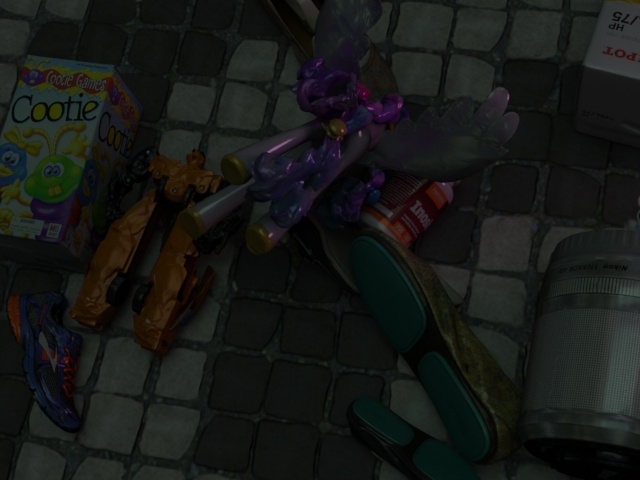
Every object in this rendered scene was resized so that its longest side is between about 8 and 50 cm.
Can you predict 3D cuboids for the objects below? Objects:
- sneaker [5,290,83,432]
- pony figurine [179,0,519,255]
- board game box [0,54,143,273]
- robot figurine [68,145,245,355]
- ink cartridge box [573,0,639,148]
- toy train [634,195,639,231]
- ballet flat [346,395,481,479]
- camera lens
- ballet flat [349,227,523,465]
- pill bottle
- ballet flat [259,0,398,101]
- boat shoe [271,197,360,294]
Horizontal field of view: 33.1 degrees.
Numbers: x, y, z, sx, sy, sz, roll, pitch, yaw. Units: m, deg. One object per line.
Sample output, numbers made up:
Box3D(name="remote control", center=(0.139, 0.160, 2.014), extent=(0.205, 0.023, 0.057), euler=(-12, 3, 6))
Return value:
Box3D(name="sneaker", center=(-0.369, 0.162, 1.498), extent=(0.087, 0.083, 0.221), euler=(-20, 71, -7))
Box3D(name="pony figurine", center=(0.024, -0.134, 1.365), extent=(0.363, 0.351, 0.303), euler=(-37, 88, -29))
Box3D(name="board game box", center=(-0.376, -0.109, 1.564), extent=(0.144, 0.142, 0.275), euler=(8, 71, 12))
Box3D(name="robot figurine", center=(-0.228, 0.005, 1.529), extent=(0.211, 0.085, 0.291), euler=(20, 75, 15))
Box3D(name="ink cartridge box", center=(0.480, -0.277, 1.460), extent=(0.198, 0.197, 0.270), euler=(17, 74, 15))
Box3D(name="toy train", center=(0.490, 0.006, 1.437), extent=(0.166, 0.046, 0.125), euler=(23, 74, 13))
Box3D(name="ballet flat", center=(0.116, 0.277, 1.382), extent=(0.203, 0.074, 0.074), euler=(34, 78, 21))
Box3D(name="camera lens", center=(0.364, 0.149, 1.306), extent=(0.219, 0.219, 0.274), euler=(9, 71, 12))
Box3D(name="ballet flat", center=(0.160, 0.128, 1.412), extent=(0.123, 0.123, 0.348), euler=(-30, 70, -3))
Box3D(name="pill bottle", center=(0.127, -0.057, 1.494), extent=(0.086, 0.086, 0.152), euler=(40, 80, 20))
Box3D(name="ballet flat", center=(-0.004, -0.312, 1.600), extent=(0.107, 0.106, 0.316), euler=(-40, 69, -6))
Box3D(name="boat shoe", center=(0.000, 0.000, 1.520), extent=(0.206, 0.075, 0.065), euler=(55, 129, 16))
